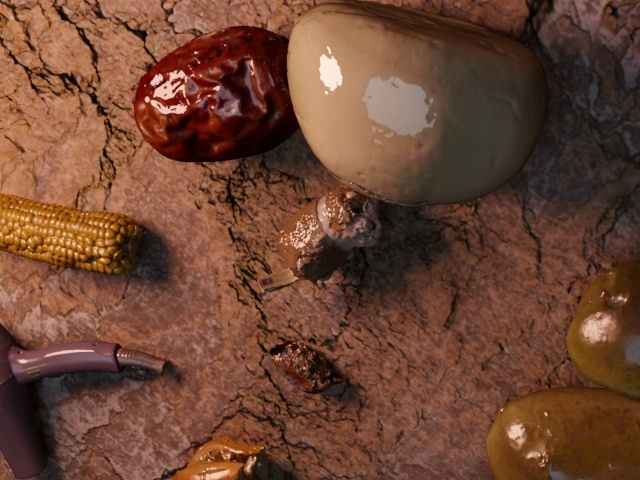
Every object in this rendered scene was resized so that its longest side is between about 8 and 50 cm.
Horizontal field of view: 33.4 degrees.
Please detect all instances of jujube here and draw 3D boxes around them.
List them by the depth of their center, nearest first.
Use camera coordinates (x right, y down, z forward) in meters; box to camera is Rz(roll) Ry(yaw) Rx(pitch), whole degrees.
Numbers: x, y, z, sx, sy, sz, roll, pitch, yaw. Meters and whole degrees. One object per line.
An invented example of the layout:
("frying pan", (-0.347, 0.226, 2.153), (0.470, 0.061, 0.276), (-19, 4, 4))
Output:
("jujube", (-0.132, -0.200, 1.478), (0.243, 0.183, 0.183), (-13, 105, 28))

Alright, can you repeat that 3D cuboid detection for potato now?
("potato", (0.453, 0.119, 1.414), (0.228, 0.148, 0.197), (19, 89, 20))
("potato", (0.407, 0.337, 1.484), (0.359, 0.219, 0.270), (10, 102, 20))

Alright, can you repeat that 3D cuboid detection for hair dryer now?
("hair dryer", (-0.419, 0.244, 1.757), (0.361, 0.121, 0.301), (-10, 114, 13))

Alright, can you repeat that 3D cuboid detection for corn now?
("corn", (-0.427, -0.013, 1.665), (0.312, 0.102, 0.102), (10, 111, 16))

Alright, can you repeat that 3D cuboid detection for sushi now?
("sushi", (-0.021, 0.195, 1.645), (0.120, 0.052, 0.055), (41, 130, 2))

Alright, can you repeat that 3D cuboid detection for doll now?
("doll", (0.001, 0.002, 1.538), (0.221, 0.105, 0.115), (-46, 55, 25))

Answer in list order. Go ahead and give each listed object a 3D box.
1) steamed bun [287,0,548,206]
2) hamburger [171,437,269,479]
("steamed bun", (0.107, -0.162, 1.342), (0.333, 0.312, 0.233), (19, 111, 17))
("hamburger", (-0.180, 0.451, 1.729), (0.156, 0.144, 0.283), (13, 114, 12))
